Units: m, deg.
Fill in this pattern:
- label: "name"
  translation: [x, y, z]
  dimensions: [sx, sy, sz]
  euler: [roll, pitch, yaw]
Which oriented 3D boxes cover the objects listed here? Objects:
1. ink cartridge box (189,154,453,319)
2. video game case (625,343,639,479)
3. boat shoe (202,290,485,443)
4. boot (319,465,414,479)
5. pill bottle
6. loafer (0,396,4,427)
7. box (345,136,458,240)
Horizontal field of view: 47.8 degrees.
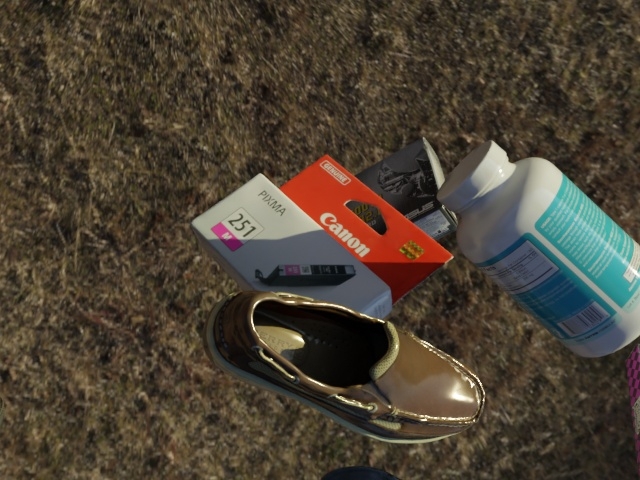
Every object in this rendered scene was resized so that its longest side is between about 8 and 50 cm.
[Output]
- label: "ink cartridge box"
  translation: [0.000, 0.000, 0.969]
  dimensions: [0.239, 0.275, 0.060]
  euler: [-38, 148, -17]
- label: "video game case"
  translation: [0.476, 0.240, 0.850]
  dimensions: [0.210, 0.232, 0.042]
  euler: [19, 125, 5]
- label: "boat shoe"
  translation: [0.037, 0.104, 0.581]
  dimensions: [0.257, 0.095, 0.095]
  euler: [18, 155, -21]
- label: "boot"
  translation: [0.078, 0.396, 1.096]
  dimensions: [0.263, 0.229, 0.091]
  euler: [17, 70, -20]
- label: "pill bottle"
  translation: [0.262, 0.004, 0.847]
  dimensions: [0.264, 0.146, 0.146]
  euler: [42, 104, -7]
- label: "loafer"
  translation: [-0.383, 0.202, 0.772]
  dimensions: [0.062, 0.170, 0.061]
  euler: [23, 105, -6]
- label: "box"
  translation: [0.089, -0.040, 1.128]
  dimensions: [0.231, 0.183, 0.056]
  euler: [-28, 127, 20]
